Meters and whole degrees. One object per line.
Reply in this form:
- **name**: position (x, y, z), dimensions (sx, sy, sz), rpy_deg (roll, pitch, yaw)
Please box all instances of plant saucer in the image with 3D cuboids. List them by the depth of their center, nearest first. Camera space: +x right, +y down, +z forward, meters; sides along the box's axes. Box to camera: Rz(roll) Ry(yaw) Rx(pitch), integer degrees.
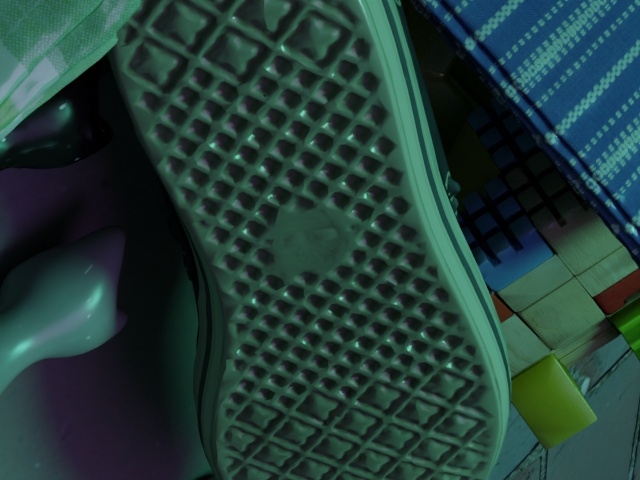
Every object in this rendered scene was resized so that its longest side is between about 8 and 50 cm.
- **plant saucer**: position (0.126, -0.152, 0.990), dimensions (0.188, 0.045, 0.188), rpy_deg (-58, 150, 0)

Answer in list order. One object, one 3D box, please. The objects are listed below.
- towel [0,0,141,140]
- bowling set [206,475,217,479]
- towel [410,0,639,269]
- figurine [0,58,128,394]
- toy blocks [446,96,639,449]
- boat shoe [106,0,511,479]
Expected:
- **towel**: position (-0.241, -0.056, 0.478), dimensions (0.325, 0.038, 0.248), rpy_deg (-49, 124, -13)
- **bowling set**: position (-0.021, 0.216, 1.052), dimensions (0.287, 0.154, 0.200), rpy_deg (30, 73, -58)
- **towel**: position (0.186, -0.151, 0.872), dimensions (0.243, 0.336, 0.040), rpy_deg (-46, -169, -21)
- **figurine**: position (-0.173, 0.019, 0.686), dimensions (0.209, 0.092, 0.215), rpy_deg (-39, 145, -36)
- **toy blocks**: position (0.160, -0.007, 1.005), dimensions (0.381, 0.191, 0.261), rpy_deg (-34, 150, 10)
- **boat shoe**: position (0.000, 0.000, 0.797), dimensions (0.186, 0.156, 0.500), rpy_deg (-9, 131, 7)
